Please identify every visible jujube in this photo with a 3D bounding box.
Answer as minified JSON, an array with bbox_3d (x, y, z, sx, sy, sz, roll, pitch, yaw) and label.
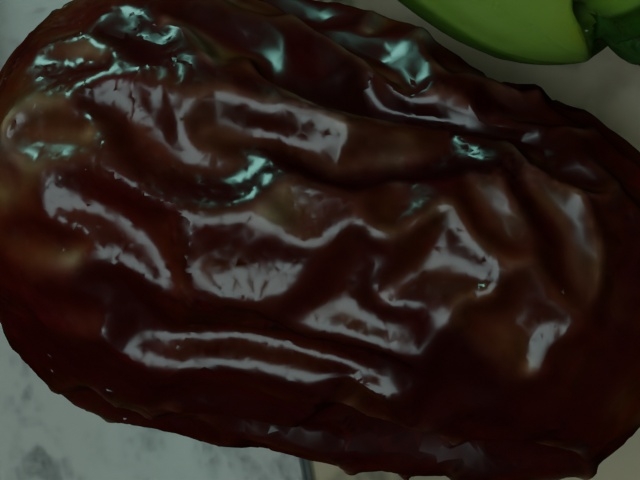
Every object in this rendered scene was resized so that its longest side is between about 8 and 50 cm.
[{"bbox_3d":[0.000,0.000,0.421,0.230,0.155,0.155,14,102,7],"label":"jujube"}]

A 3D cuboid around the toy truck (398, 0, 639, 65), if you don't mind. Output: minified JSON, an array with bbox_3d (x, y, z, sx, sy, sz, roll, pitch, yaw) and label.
[{"bbox_3d":[0.066,-0.150,0.369,0.148,0.210,0.187,38,96,-19],"label":"toy truck"}]
